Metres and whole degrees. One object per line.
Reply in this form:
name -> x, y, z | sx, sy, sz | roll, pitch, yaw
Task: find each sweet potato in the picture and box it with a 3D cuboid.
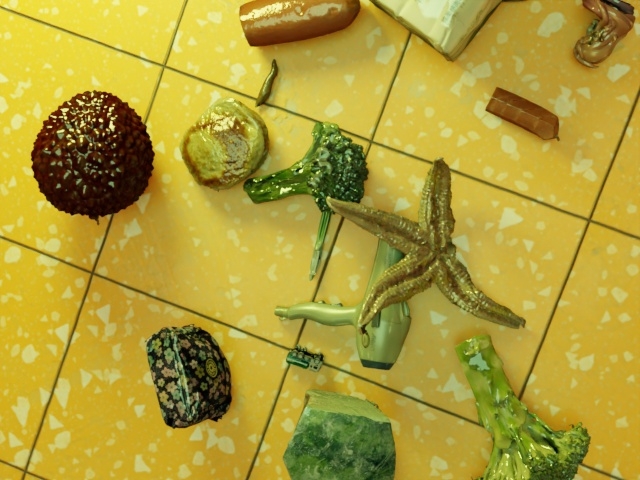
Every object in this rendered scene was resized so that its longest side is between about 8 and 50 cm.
sweet potato -> -0.116, -0.345, 1.908 | 0.026, 0.026, 0.115 | 25, 93, 5

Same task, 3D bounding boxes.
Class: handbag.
handbag -> -0.274, 0.291, 1.865 | 0.126, 0.208, 0.229 | -19, 83, 22

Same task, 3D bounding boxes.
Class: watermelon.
watermelon -> 0.026, 0.427, 1.849 | 0.228, 0.258, 0.387 | -17, 134, -7

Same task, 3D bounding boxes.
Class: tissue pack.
tissue pack -> 0.275, -0.585, 1.751 | 0.266, 0.194, 0.356 | 39, 101, 8

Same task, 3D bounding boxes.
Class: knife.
knife -> 0.000, 0.000, 1.908 | 0.022, 0.026, 0.184 | 14, 91, 0

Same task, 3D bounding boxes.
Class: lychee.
lychee -> -0.488, -0.173, 1.847 | 0.264, 0.264, 0.300 | 16, 119, 6

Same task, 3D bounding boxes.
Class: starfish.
starfish -> 0.224, 0.027, 1.796 | 0.383, 0.132, 0.398 | -11, 99, -24

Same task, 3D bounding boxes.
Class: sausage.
sausage -> -0.041, -0.485, 1.849 | 0.259, 0.113, 0.114 | -9, 91, 9
sausage -> 0.436, -0.265, 1.822 | 0.169, 0.065, 0.065 | 27, 95, 5

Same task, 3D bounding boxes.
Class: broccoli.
broccoli -> 0.412, 0.369, 1.801 | 0.252, 0.221, 0.362 | -9, 91, 43
broccoli -> -0.032, -0.164, 1.853 | 0.274, 0.177, 0.199 | 9, 91, 23

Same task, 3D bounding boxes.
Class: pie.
pie -> -0.213, -0.210, 1.894 | 0.205, 0.084, 0.179 | -42, 87, 10

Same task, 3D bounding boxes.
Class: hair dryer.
hair dryer -> 0.081, 0.100, 1.876 | 0.298, 0.119, 0.296 | 27, 89, 18

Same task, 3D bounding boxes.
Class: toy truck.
toy truck -> -0.034, 0.265, 1.916 | 0.083, 0.039, 0.044 | 18, 111, 7

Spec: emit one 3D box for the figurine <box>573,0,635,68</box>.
figurine -> 0.585, -0.436, 1.773 | 0.114, 0.126, 0.157 | 17, 94, 49
